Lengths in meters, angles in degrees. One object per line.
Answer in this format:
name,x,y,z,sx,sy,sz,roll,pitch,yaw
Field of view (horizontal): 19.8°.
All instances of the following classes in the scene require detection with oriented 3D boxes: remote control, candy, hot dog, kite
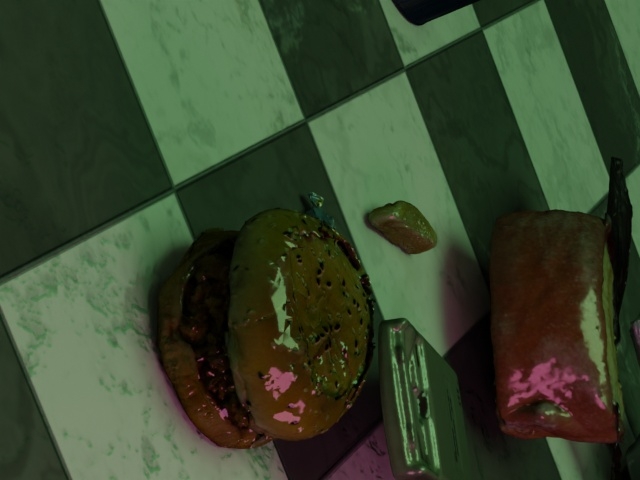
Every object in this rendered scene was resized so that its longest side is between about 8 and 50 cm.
remote control,0.079,0.141,1.432,0.285,0.038,0.123,43,39,-74
candy,0.001,0.000,1.489,0.030,0.020,0.083,37,40,-49
hot dog,0.073,-0.017,1.628,0.090,0.030,0.034,34,44,-52
kite,0.302,0.091,1.870,0.204,0.022,0.360,-77,165,-74

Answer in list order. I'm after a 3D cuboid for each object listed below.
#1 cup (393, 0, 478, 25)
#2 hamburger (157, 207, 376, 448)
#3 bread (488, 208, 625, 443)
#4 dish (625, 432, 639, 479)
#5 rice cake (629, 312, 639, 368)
cup,0.139,-0.305,1.814,0.113,0.138,0.150,32,46,-53
hamburger,-0.026,0.063,1.294,0.185,0.113,0.177,50,33,-36
bread,0.221,0.087,1.722,0.190,0.123,0.244,78,11,-47
dish,0.382,0.292,1.954,0.182,0.080,0.243,-6,78,-79
rice cake,0.344,0.170,1.839,0.033,0.033,0.208,-173,-111,-79
